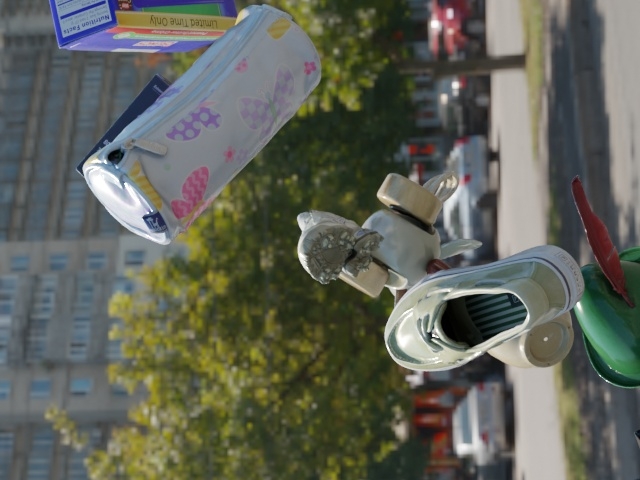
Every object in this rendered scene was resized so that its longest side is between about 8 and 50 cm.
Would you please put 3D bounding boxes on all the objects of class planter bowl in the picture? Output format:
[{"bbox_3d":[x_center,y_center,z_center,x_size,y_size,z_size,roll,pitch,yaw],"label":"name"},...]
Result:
[{"bbox_3d":[0.366,0.153,2.102,0.109,0.162,0.162,-137,40,-62],"label":"planter bowl"}]

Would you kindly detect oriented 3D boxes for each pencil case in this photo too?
[{"bbox_3d":[-0.118,-0.123,1.255,0.273,0.113,0.124,-48,-45,-25],"label":"pencil case"}]

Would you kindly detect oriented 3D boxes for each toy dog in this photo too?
[{"bbox_3d":[0.139,0.034,1.642,0.220,0.161,0.334,-61,-20,15],"label":"toy dog"}]

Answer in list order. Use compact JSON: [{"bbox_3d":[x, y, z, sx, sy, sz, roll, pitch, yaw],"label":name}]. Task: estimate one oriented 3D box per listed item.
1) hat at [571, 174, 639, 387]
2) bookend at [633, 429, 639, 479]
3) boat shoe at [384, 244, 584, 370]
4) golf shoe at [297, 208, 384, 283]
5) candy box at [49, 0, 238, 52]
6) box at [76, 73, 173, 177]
[{"bbox_3d":[0.328,0.066,1.506,0.173,0.184,0.208,-30,54,47],"label":"hat"},{"bbox_3d":[0.394,0.285,1.436,0.156,0.157,0.072,63,-179,-26],"label":"bookend"},{"bbox_3d":[0.154,0.081,1.345,0.302,0.094,0.109,-33,82,51],"label":"boat shoe"},{"bbox_3d":[0.000,0.000,1.351,0.069,0.086,0.176,-60,-19,7],"label":"golf shoe"},{"bbox_3d":[-0.264,-0.430,1.712,0.268,0.122,0.317,-12,-89,-56],"label":"candy box"},{"bbox_3d":[-0.255,-0.131,1.942,0.207,0.153,0.108,-48,-28,0],"label":"box"}]
